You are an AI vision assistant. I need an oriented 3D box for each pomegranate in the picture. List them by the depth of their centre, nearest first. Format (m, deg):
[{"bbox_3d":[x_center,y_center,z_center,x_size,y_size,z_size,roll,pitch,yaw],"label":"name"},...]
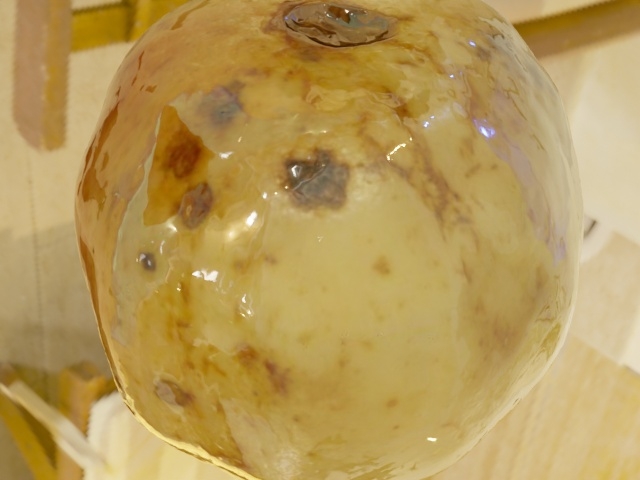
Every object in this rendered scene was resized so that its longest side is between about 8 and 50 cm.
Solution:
[{"bbox_3d":[0.000,0.000,0.538,0.215,0.215,0.215,-31,139,-32],"label":"pomegranate"}]
